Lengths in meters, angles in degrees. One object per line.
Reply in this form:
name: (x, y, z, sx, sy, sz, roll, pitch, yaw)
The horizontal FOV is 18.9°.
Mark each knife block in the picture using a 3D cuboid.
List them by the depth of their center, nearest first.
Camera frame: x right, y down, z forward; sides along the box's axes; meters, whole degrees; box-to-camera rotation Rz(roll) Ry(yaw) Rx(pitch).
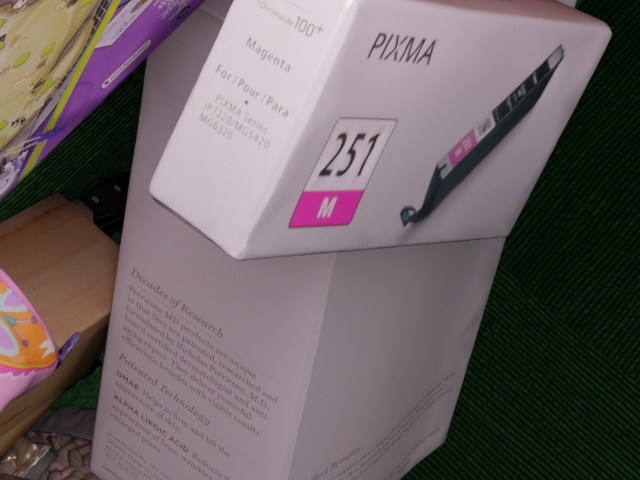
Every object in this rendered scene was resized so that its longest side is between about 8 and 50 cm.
knife block: (-0.167, 0.028, 1.197, 0.242, 0.088, 0.276, -48, 175, -18)

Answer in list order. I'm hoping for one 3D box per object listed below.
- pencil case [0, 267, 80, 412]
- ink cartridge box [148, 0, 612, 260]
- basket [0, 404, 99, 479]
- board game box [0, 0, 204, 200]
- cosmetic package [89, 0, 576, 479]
pencil case: (-0.251, 0.113, 0.928, 0.284, 0.124, 0.124, -48, 175, -27)
ink cartridge box: (0.062, -0.112, 0.893, 0.275, 0.060, 0.239, -4, 125, -59)
basket: (-0.185, 0.335, 1.510, 0.266, 0.331, 0.328, -44, -162, -23)
board game box: (-0.100, -0.116, 0.769, 0.347, 0.056, 0.208, -46, 164, -11)
cosmetic package: (0.000, 0.000, 1.162, 0.217, 0.156, 0.385, -32, 145, -44)
